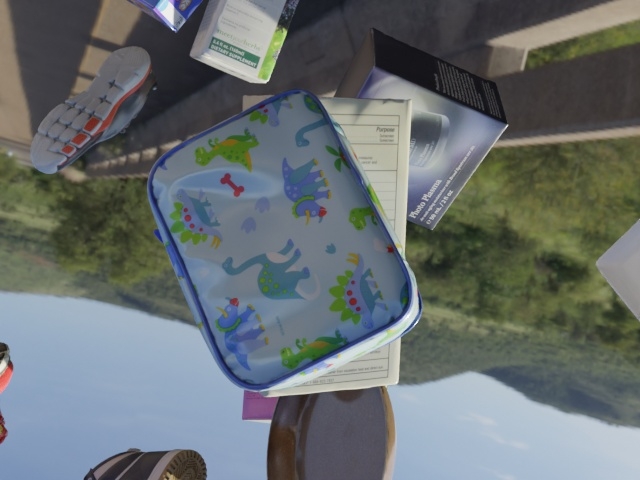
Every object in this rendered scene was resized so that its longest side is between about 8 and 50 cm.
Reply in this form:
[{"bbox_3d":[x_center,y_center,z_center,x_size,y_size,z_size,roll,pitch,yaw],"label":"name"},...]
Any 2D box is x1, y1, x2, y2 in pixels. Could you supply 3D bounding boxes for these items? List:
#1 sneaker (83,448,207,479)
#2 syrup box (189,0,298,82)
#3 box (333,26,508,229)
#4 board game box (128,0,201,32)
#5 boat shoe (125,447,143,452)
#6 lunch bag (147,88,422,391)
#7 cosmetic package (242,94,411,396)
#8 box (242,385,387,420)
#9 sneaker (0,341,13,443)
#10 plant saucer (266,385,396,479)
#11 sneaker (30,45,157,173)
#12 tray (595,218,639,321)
[{"bbox_3d":[-0.281,0.390,1.014,0.153,0.282,0.099,-6,122,38],"label":"sneaker"},{"bbox_3d":[-0.079,-0.330,0.992,0.093,0.237,0.096,20,-176,-21],"label":"syrup box"},{"bbox_3d":[0.167,-0.218,1.571,0.294,0.296,0.183,20,-143,-13],"label":"box"},{"bbox_3d":[-0.326,-0.576,1.485,0.347,0.233,0.078,38,178,31],"label":"board game box"},{"bbox_3d":[-0.381,0.536,1.417,0.094,0.302,0.109,24,165,2],"label":"boat shoe"},{"bbox_3d":[-0.033,0.003,0.626,0.176,0.219,0.090,-28,165,6],"label":"lunch bag"},{"bbox_3d":[0.000,0.000,0.835,0.160,0.309,0.113,-1,-171,-19],"label":"cosmetic package"},{"bbox_3d":[-0.008,0.342,1.676,0.213,0.117,0.243,-10,158,37],"label":"box"},{"bbox_3d":[-0.445,0.214,1.007,0.107,0.118,0.279,-34,-176,-37],"label":"sneaker"},{"bbox_3d":[0.018,0.302,1.129,0.050,0.310,0.310,14,177,-30],"label":"plant saucer"},{"bbox_3d":[-0.216,-0.119,0.770,0.061,0.158,0.065,36,167,27],"label":"sneaker"},{"bbox_3d":[0.523,0.076,1.111,0.030,0.145,0.270,19,-149,-34],"label":"tray"}]
